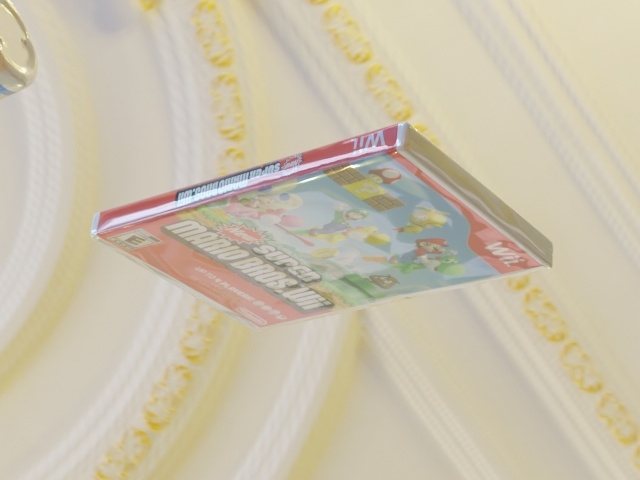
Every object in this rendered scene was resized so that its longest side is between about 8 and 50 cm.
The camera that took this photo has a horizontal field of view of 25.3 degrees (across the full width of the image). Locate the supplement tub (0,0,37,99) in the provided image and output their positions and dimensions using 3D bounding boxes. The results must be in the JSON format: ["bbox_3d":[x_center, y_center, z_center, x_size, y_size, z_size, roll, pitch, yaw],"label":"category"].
[{"bbox_3d":[-0.239,-0.109,0.890,0.107,0.071,0.071,-23,-81,14],"label":"supplement tub"}]

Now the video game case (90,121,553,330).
[{"bbox_3d":[0.000,0.000,1.062,0.204,0.285,0.025,34,-128,-44],"label":"video game case"}]
